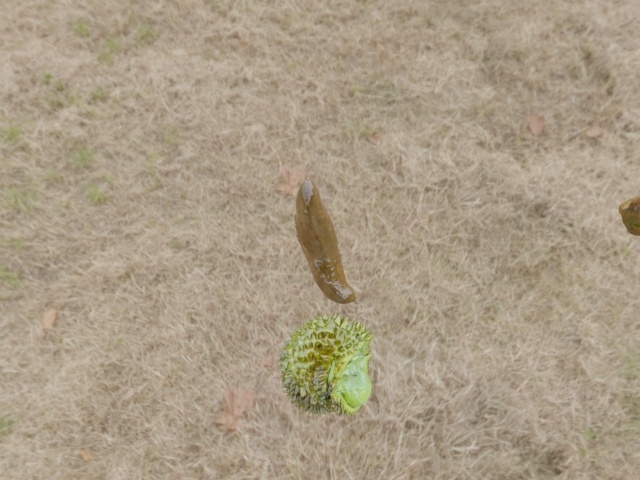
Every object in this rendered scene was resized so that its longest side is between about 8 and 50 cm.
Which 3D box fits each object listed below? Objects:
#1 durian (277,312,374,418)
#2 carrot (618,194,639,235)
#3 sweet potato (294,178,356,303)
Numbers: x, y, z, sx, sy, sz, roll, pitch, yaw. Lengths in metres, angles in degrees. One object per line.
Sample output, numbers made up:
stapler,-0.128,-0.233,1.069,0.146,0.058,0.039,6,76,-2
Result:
durian,0.013,0.246,1.001,0.176,0.237,0.200,7,67,15
carrot,0.253,-0.023,0.283,0.042,0.170,0.042,2,83,-22
sweet potato,-0.001,0.001,1.185,0.092,0.342,0.114,-31,31,-22
